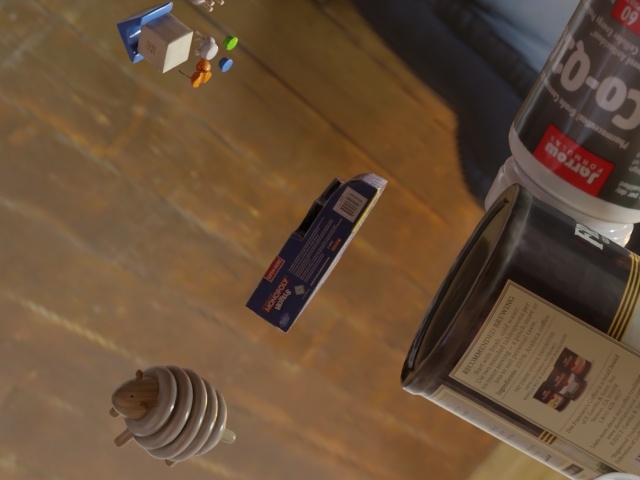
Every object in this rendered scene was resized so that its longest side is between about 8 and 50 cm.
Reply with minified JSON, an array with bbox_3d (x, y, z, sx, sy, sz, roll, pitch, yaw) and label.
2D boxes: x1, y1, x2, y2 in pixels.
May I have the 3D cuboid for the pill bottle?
[{"bbox_3d":[0.271,-0.118,1.614,0.161,0.161,0.283,-6,131,-47],"label":"pill bottle"}]

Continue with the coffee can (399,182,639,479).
[{"bbox_3d":[0.235,0.105,1.525,0.201,0.275,0.201,-60,-177,6],"label":"coffee can"}]

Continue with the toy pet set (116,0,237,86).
[{"bbox_3d":[-0.140,-0.210,1.758,0.114,0.065,0.122,-34,154,-37],"label":"toy pet set"}]

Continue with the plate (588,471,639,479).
[{"bbox_3d":[0.131,0.198,0.798,0.188,0.024,0.188,15,71,-51],"label":"plate"}]

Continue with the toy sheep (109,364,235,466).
[{"bbox_3d":[-0.128,0.154,1.566,0.132,0.091,0.091,24,106,-40],"label":"toy sheep"}]

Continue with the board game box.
[{"bbox_3d":[0.000,0.000,2.058,0.194,0.060,0.194,-57,179,7],"label":"board game box"}]
